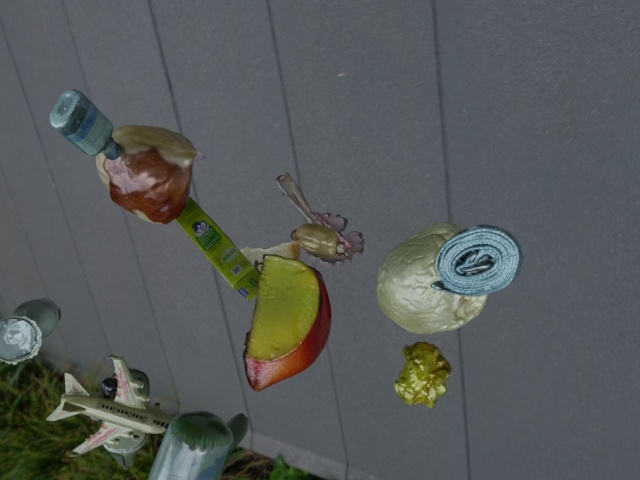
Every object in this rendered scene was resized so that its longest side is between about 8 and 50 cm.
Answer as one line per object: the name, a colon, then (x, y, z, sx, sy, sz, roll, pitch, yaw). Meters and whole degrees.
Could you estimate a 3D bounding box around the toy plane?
toy plane: (-0.437, 0.366, 1.098, 0.242, 0.256, 0.104, -65, 30, 6)

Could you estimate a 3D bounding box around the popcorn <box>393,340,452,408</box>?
popcorn: (0.301, 0.390, 1.493, 0.155, 0.198, 0.198, 13, 121, 4)

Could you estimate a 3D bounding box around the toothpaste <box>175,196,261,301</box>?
toothpaste: (-0.272, 0.020, 1.362, 0.327, 0.077, 0.110, 43, 174, 29)

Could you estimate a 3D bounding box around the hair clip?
hair clip: (-0.016, -0.052, 1.363, 0.300, 0.173, 0.069, 50, 151, 10)

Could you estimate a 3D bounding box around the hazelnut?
hazelnut: (-0.418, -0.178, 1.294, 0.241, 0.261, 0.261, -30, 92, 25)

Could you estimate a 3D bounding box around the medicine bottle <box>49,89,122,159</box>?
medicine bottle: (-0.474, -0.225, 1.050, 0.053, 0.090, 0.208, 22, 169, 7)

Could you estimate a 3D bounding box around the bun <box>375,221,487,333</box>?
bun: (0.343, 0.130, 1.473, 0.349, 0.352, 0.227, -62, 35, 14)

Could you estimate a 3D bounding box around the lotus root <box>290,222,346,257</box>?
lotus root: (0.000, 0.000, 1.161, 0.150, 0.062, 0.073, 18, 120, 28)

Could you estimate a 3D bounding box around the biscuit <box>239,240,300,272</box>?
biscuit: (-0.227, 0.103, 1.989, 0.308, 0.205, 0.040, -8, 143, 0)

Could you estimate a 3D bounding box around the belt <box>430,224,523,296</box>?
belt: (0.318, 0.041, 1.023, 0.162, 0.082, 0.148, 10, 94, 27)

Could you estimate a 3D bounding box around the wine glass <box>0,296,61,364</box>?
wine glass: (-0.895, 0.263, 1.562, 0.144, 0.143, 0.321, 70, 166, -11)

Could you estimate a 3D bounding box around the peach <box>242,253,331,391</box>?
peach: (-0.056, 0.176, 1.025, 0.153, 0.268, 0.159, -1, 150, 15)

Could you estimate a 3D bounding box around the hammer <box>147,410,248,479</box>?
hammer: (-0.209, 0.397, 0.972, 0.118, 0.335, 0.207, 24, 93, 9)

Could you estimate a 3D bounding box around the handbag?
handbag: (-0.496, 0.464, 1.336, 0.315, 0.109, 0.242, 117, 153, -61)
